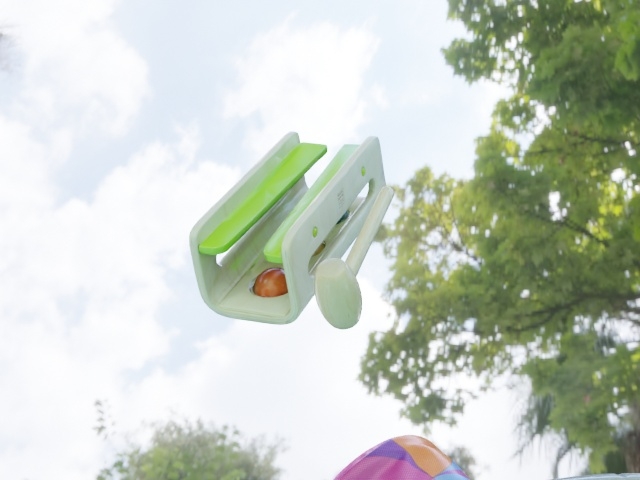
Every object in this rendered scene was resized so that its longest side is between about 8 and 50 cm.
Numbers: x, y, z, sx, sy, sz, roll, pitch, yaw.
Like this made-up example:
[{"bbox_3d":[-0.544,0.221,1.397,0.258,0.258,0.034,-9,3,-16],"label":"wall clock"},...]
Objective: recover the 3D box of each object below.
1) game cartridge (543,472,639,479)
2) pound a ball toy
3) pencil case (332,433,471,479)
[{"bbox_3d":[0.276,0.264,0.619,0.294,0.196,0.060,10,-16,8],"label":"game cartridge"},{"bbox_3d":[0.000,0.000,1.060,0.208,0.319,0.135,6,-56,23],"label":"pound a ball toy"},{"bbox_3d":[0.093,0.204,0.466,0.104,0.236,0.104,-21,-50,-27],"label":"pencil case"}]
